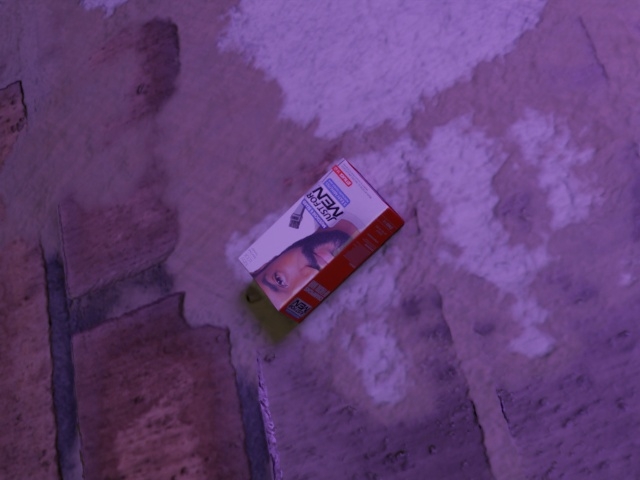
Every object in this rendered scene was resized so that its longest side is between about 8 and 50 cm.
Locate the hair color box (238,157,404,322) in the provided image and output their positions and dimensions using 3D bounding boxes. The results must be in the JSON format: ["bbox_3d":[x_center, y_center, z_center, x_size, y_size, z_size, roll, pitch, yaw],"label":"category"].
[{"bbox_3d":[0.000,0.000,1.298,0.167,0.053,0.093,-45,57,6],"label":"hair color box"}]
